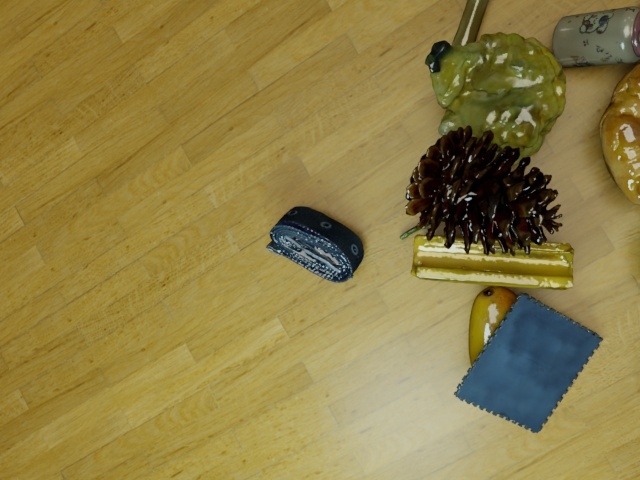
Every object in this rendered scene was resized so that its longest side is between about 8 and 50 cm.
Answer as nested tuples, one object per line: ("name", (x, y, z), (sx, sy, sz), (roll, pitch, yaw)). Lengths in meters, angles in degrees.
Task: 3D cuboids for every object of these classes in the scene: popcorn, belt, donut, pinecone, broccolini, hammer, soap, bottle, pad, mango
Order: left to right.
("belt", (0.000, 0.000, 1.508), (0.218, 0.128, 0.122), (30, 127, 10))
("broccolini", (0.276, -0.037, 1.484), (0.194, 0.054, 0.052), (-11, 58, 20))
("hammer", (0.355, -0.545, 1.422), (0.202, 0.113, 0.305), (17, 100, 16))
("pinecone", (0.310, -0.083, 1.213), (0.292, 0.246, 0.246), (23, 96, 22))
("soap", (0.363, 0.046, 1.374), (0.325, 0.204, 0.096), (3, 88, 13))
("mango", (0.389, 0.216, 1.410), (0.139, 0.113, 0.253), (-13, 110, -29))
("popcorn", (0.377, -0.286, 1.348), (0.293, 0.237, 0.292), (0, 88, 9))
("pad", (0.447, 0.268, 1.377), (0.270, 0.012, 0.268), (29, 98, -25))
("bottle", (0.598, -0.411, 1.303), (0.233, 0.110, 0.109), (11, 94, 48))
("donut", (0.718, -0.209, 1.309), (0.300, 0.150, 0.317), (20, 94, 13))
